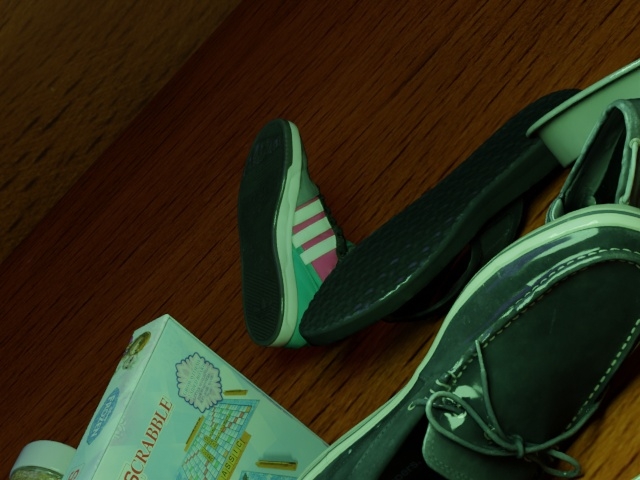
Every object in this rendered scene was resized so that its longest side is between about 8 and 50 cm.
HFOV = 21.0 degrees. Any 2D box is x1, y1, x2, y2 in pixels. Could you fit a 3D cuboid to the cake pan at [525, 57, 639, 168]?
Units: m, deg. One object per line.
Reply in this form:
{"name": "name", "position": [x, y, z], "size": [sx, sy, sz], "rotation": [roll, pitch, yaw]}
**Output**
{"name": "cake pan", "position": [0.353, -0.155, 1.772], "size": [0.293, 0.054, 0.293], "rotation": [-27, -5, -3]}

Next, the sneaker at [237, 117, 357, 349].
{"name": "sneaker", "position": [0.000, 0.000, 2.181], "size": [0.124, 0.178, 0.295], "rotation": [-20, 64, 50]}

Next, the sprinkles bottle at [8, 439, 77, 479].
{"name": "sprinkles bottle", "position": [-0.409, 0.438, 2.301], "size": [0.121, 0.121, 0.355], "rotation": [-28, 30, 42]}

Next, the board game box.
{"name": "board game box", "position": [-0.111, 0.291, 1.721], "size": [0.066, 0.318, 0.318], "rotation": [-27, 29, 44]}

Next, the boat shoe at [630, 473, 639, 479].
{"name": "boat shoe", "position": [0.308, 0.209, 1.356], "size": [0.302, 0.103, 0.113], "rotation": [-42, 23, 15]}

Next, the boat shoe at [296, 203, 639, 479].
{"name": "boat shoe", "position": [0.154, 0.174, 1.619], "size": [0.500, 0.187, 0.156], "rotation": [-46, 27, 18]}

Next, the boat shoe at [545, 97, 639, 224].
{"name": "boat shoe", "position": [0.260, -0.006, 1.657], "size": [0.108, 0.102, 0.301], "rotation": [56, 136, 41]}

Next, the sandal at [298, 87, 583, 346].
{"name": "sandal", "position": [0.169, -0.006, 2.009], "size": [0.446, 0.107, 0.167], "rotation": [-40, 19, -12]}
